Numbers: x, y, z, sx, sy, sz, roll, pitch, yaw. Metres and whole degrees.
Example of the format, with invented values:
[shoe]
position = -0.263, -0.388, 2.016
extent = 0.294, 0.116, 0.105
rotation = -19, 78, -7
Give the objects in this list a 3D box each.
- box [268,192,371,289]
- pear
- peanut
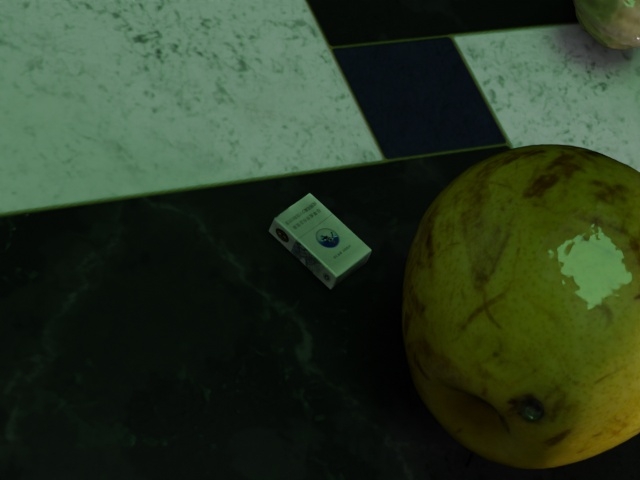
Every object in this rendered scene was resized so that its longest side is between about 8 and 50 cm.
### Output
[box]
position = 0.000, 0.000, 1.558
extent = 0.083, 0.024, 0.054
rotation = 43, 49, 13
[pear]
position = 0.199, 0.056, 1.444
extent = 0.281, 0.281, 0.281
rotation = 11, 52, -14
[peanut]
position = 0.387, -0.309, 1.875
extent = 0.325, 0.140, 0.153
rotation = -40, 93, -37
